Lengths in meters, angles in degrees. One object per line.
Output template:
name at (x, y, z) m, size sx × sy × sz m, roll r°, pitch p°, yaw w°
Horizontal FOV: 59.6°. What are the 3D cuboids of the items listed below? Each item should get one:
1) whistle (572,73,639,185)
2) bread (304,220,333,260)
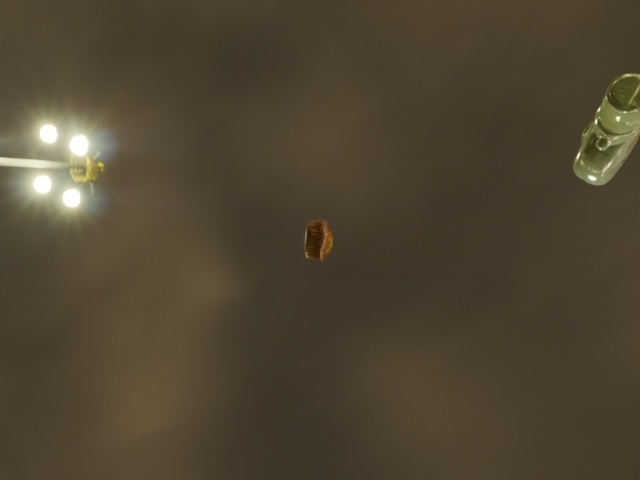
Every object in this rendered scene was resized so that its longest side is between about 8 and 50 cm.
whistle at (0.378, -0.145, 0.725) m, size 0.067 × 0.258 × 0.126 m, roll 32°, pitch -85°, yaw 22°
bread at (0.000, 0.000, 1.153) m, size 0.053 × 0.085 × 0.085 m, roll 5°, pitch -83°, yaw 9°
